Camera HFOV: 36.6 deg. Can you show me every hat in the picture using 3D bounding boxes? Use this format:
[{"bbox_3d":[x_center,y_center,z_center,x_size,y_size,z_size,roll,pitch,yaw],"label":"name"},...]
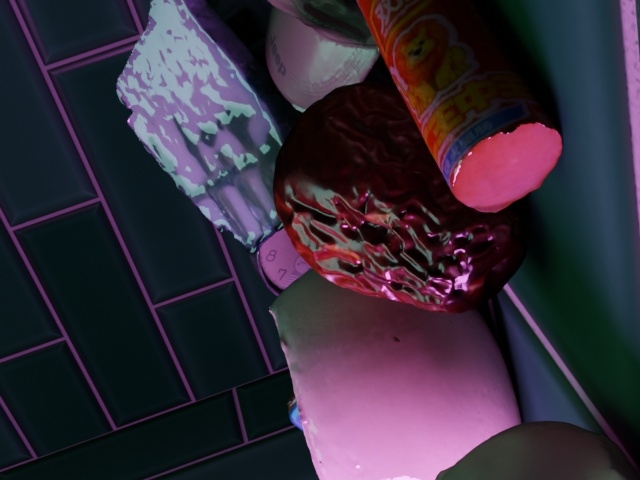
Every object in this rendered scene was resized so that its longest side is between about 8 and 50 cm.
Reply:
[{"bbox_3d":[-0.033,-0.237,0.942,0.245,0.149,0.214,-47,56,42],"label":"hat"}]

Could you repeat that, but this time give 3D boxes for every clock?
[{"bbox_3d":[0.000,0.000,1.441,0.042,0.215,0.215,-124,14,-56],"label":"clock"}]

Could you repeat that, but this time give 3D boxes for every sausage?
[{"bbox_3d":[0.070,-0.146,0.640,0.074,0.074,0.274,75,175,-56],"label":"sausage"}]

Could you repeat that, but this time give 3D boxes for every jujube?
[{"bbox_3d":[0.062,-0.029,0.758,0.236,0.168,0.168,43,157,45],"label":"jujube"}]

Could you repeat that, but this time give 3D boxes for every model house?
[{"bbox_3d":[-0.044,-0.204,1.245,0.295,0.329,0.252,49,139,1],"label":"model house"}]

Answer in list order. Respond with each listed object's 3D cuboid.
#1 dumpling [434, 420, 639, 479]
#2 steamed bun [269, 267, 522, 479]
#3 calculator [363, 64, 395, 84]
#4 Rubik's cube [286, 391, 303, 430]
[{"bbox_3d":[0.161,0.219,0.648,0.258,0.147,0.193,-13,108,57],"label":"dumpling"},{"bbox_3d":[0.086,0.160,0.970,0.324,0.206,0.324,162,90,-89],"label":"steamed bun"},{"bbox_3d":[0.069,-0.116,1.046,0.246,0.045,0.141,-116,7,-64],"label":"calculator"},{"bbox_3d":[0.125,0.203,1.250,0.254,0.254,0.254,161,90,-87],"label":"Rubik's cube"}]
